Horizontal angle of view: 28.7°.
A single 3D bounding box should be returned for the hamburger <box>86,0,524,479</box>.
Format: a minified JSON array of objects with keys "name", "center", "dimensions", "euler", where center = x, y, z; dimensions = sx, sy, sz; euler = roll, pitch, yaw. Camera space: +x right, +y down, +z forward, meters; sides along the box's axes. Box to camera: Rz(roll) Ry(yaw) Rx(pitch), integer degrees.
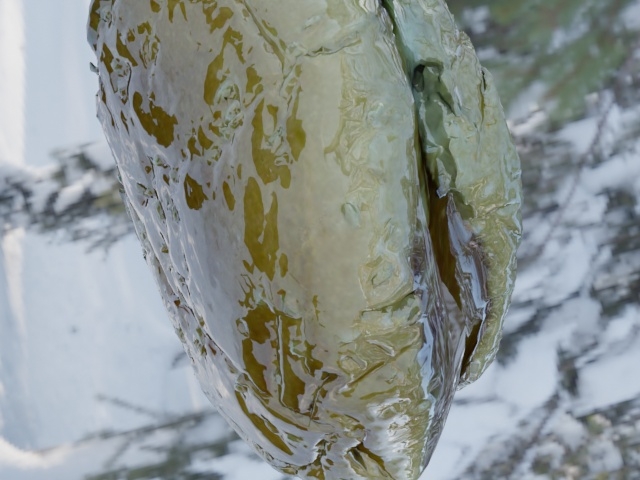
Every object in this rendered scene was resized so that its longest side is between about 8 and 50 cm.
[{"name":"hamburger","center":[0.000,0.000,0.558],"dimensions":[0.211,0.133,0.308],"euler":[56,-21,35]}]
